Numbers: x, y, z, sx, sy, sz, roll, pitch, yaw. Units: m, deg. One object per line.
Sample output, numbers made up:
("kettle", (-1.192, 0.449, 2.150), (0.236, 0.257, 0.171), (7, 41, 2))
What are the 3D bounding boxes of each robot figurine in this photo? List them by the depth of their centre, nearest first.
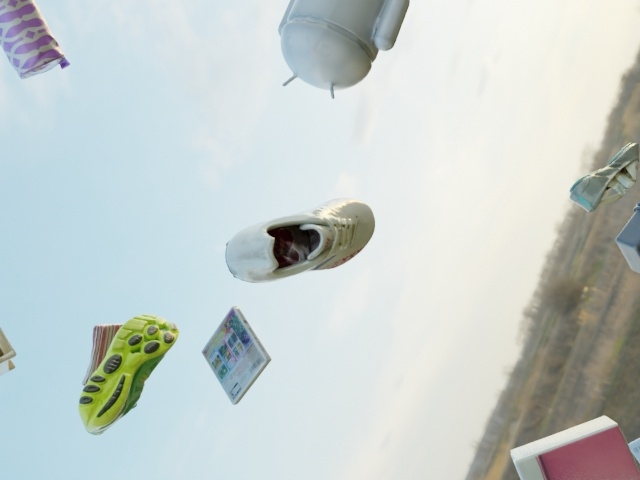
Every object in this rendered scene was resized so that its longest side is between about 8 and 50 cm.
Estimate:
("robot figurine", (0.044, -0.459, 1.656), (0.199, 0.299, 0.354), (33, -102, -49))

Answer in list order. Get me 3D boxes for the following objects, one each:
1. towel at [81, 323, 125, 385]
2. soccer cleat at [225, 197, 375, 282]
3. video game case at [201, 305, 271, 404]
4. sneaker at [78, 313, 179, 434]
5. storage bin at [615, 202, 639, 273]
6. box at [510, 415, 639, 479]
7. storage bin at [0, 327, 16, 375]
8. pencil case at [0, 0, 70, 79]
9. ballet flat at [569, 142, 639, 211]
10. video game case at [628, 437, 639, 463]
("towel", (-0.479, 0.262, 1.869), (0.197, 0.029, 0.144), (14, -94, -73))
("soccer cleat", (0.000, 0.000, 1.330), (0.331, 0.143, 0.116), (-19, -85, -41))
("video game case", (-0.176, 0.238, 1.665), (0.019, 0.143, 0.157), (-6, -38, -46))
("sneaker", (-0.389, 0.260, 1.605), (0.295, 0.109, 0.124), (-55, -5, -45))
("storage bin", (0.654, 0.009, 1.597), (0.091, 0.098, 0.135), (-47, -55, -7))
("box", (0.545, 0.484, 1.739), (0.232, 0.127, 0.148), (-23, -8, 7))
("storage bin", (-0.571, 0.116, 1.024), (0.262, 0.260, 0.123), (-31, -7, -24))
("pencil case", (-0.478, -0.357, 1.261), (0.206, 0.086, 0.088), (67, -151, -12))
("ballet flat", (0.526, -0.108, 1.446), (0.213, 0.068, 0.072), (-30, -26, -33))
("video game case", (0.821, 0.526, 1.868), (0.023, 0.183, 0.201), (-23, -22, -21))
